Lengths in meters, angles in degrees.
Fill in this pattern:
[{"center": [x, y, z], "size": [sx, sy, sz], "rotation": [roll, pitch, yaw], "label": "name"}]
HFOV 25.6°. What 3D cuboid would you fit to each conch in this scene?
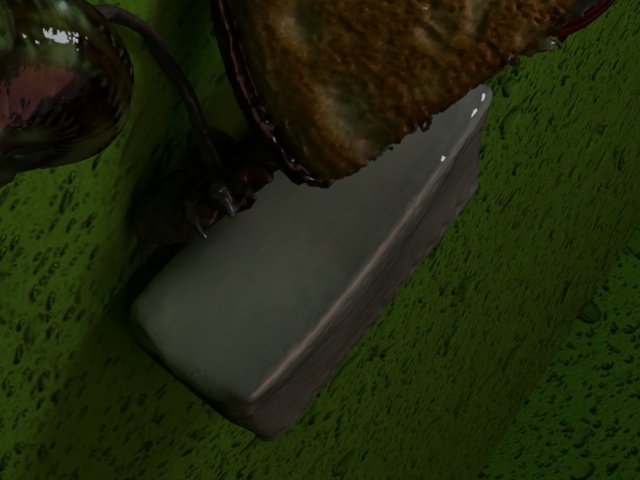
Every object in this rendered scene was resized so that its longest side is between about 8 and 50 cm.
[{"center": [-0.197, -0.072, 0.790], "size": [0.187, 0.124, 0.181], "rotation": [-42, 178, 31], "label": "conch"}]

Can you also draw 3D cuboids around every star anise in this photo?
[{"center": [-0.126, -0.091, 1.047], "size": [0.148, 0.218, 0.227], "rotation": [-28, 113, 5], "label": "star anise"}]

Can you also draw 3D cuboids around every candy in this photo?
[{"center": [-0.002, -0.002, 1.238], "size": [0.359, 0.145, 0.208], "rotation": [-51, 166, -13], "label": "candy"}]

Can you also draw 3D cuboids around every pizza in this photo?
[{"center": [0.037, -0.191, 0.984], "size": [0.287, 0.251, 0.074], "rotation": [-31, -153, 14], "label": "pizza"}]

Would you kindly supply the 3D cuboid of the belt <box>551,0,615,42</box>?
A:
[{"center": [0.240, -0.316, 1.375], "size": [0.324, 0.115, 0.227], "rotation": [-26, 142, -51], "label": "belt"}]
